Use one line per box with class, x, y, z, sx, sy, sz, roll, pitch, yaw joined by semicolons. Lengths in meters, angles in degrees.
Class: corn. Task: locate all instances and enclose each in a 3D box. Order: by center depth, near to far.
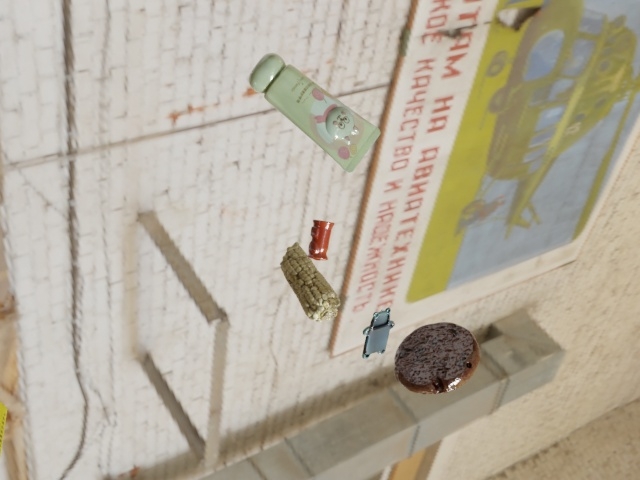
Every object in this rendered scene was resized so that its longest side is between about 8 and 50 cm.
corn;-0.034;0.095;2.044;0.211;0.087;0.087;53;-35;27

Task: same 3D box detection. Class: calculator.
calculator;0.138;0.225;2.164;0.019;0.094;0.141;42;-46;43

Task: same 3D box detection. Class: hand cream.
hand cream;-0.020;-0.285;1.948;0.305;0.147;0.093;39;-31;-5

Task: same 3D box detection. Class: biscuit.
biscuit;0.243;0.249;1.884;0.192;0.192;0.049;35;-30;47

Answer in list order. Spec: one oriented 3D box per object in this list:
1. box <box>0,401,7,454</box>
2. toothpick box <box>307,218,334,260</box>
box;-0.856;0.464;2.023;0.168;0.265;0.097;-100;165;-46
toothpick box;0.000;0.000;1.853;0.047;0.047;0.083;12;-88;57
